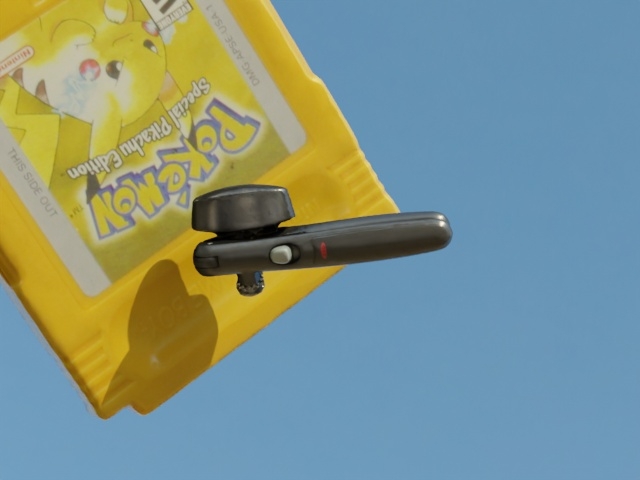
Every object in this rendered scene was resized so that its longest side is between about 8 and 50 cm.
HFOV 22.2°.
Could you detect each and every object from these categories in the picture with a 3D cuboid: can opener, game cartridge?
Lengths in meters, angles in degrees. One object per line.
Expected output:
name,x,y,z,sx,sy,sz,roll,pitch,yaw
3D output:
can opener,0.000,0.000,1.145,0.186,0.059,0.073,-1,-68,7
game cartridge,-0.127,-0.069,1.186,0.285,0.052,0.324,-37,-78,-20
